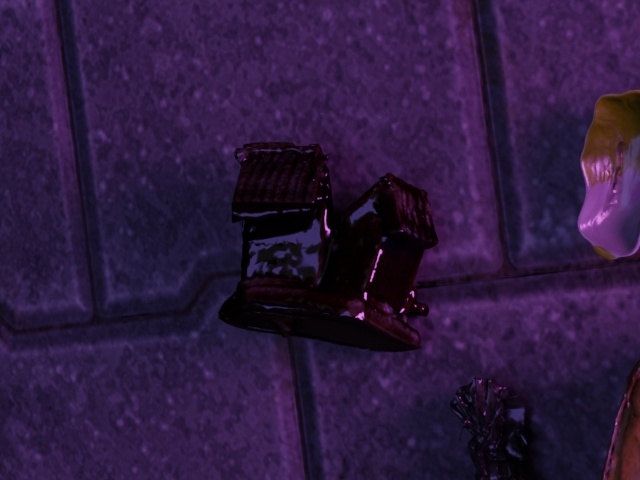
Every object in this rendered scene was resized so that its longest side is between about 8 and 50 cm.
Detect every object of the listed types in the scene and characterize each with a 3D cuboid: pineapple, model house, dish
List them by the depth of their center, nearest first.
[{"bbox_3d":[0.252,-0.052,1.577,0.091,0.039,0.137,26,110,29],"label":"dish"},{"bbox_3d":[0.150,0.194,1.665,0.074,0.074,0.159,-20,75,38],"label":"pineapple"},{"bbox_3d":[0.008,0.003,1.744,0.203,0.141,0.164,9,77,17],"label":"model house"}]

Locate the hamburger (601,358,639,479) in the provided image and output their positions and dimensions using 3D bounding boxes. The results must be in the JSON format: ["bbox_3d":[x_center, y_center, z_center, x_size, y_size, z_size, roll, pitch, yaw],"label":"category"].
[{"bbox_3d":[0.323,0.199,1.473,0.259,0.144,0.283,30,107,36],"label":"hamburger"}]
